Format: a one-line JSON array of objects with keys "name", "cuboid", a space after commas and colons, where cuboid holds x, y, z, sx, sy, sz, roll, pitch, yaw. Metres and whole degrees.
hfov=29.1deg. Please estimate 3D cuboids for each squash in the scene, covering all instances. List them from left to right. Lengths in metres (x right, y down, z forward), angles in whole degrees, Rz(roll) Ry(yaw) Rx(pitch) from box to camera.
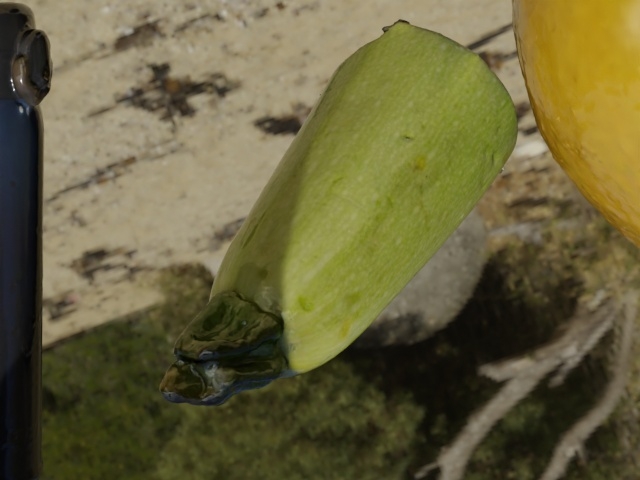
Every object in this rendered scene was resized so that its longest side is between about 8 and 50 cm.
[{"name": "squash", "cuboid": [0.001, 0.009, 0.750, 0.287, 0.137, 0.137, -54, -164, -28]}]

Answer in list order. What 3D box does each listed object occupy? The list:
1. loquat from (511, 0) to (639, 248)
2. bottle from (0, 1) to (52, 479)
[{"name": "loquat", "cuboid": [0.167, -0.076, 0.427, 0.208, 0.208, 0.208, -21, 179, -1]}, {"name": "bottle", "cuboid": [-0.173, 0.004, 0.617, 0.082, 0.244, 0.072, 4, -170, 18]}]
